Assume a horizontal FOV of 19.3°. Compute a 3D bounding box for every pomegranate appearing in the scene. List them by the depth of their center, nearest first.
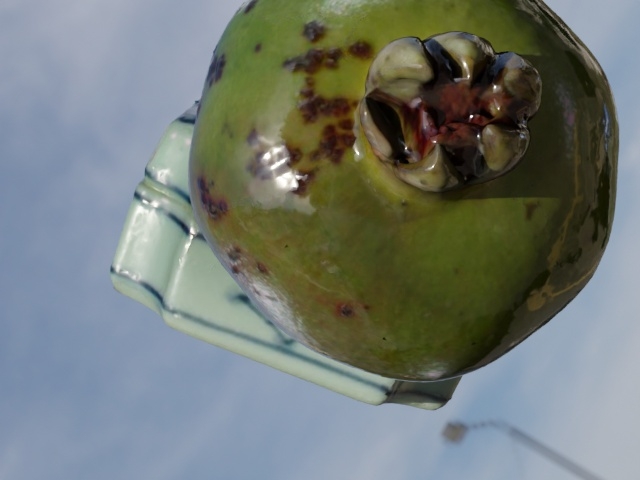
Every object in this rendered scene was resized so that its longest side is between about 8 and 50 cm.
[{"bbox_3d":[0.048,-0.031,0.758,0.179,0.210,0.179,-5,-79,-30],"label":"pomegranate"}]

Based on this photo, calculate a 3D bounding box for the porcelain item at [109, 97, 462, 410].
[{"bbox_3d":[0.000,0.000,1.454,0.281,0.286,0.157,-61,-7,-80],"label":"porcelain item"}]
